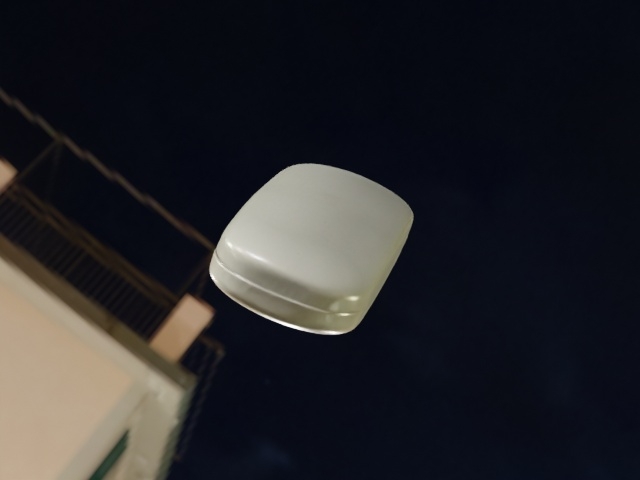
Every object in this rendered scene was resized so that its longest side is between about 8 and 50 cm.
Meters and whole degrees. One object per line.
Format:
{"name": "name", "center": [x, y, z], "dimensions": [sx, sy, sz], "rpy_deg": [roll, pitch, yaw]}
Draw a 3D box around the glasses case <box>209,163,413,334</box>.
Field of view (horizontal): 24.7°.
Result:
{"name": "glasses case", "center": [0.000, 0.000, 0.731], "dimensions": [0.076, 0.197, 0.049], "rpy_deg": [23, -73, 4]}
